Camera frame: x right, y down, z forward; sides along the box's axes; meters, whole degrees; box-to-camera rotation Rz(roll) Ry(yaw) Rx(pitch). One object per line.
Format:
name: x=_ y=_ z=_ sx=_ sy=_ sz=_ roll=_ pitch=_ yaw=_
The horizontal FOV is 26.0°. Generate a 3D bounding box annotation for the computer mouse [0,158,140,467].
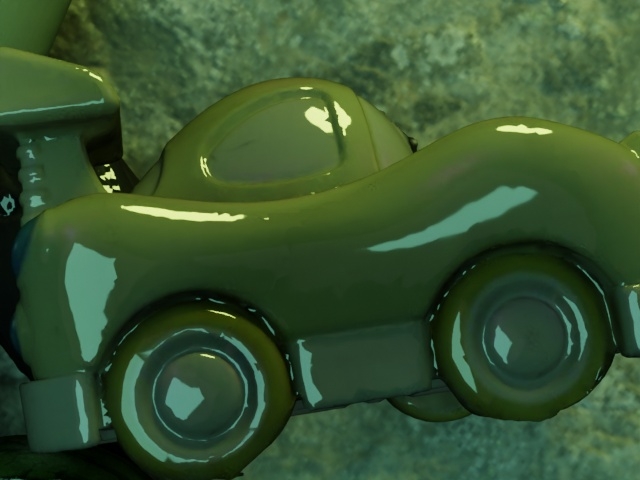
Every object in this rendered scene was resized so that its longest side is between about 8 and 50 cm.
computer mouse: x=-0.156 y=0.025 z=0.883 sx=0.147 sy=0.088 sz=0.264 roll=-39 pitch=82 yaw=5

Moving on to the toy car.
toy car: x=0.000 y=0.000 z=0.750 sx=0.336 sy=0.242 sz=0.226 roll=-10 pitch=84 yaw=-8

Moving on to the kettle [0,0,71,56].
kettle: x=-0.251 y=-0.153 z=0.851 sx=0.240 sy=0.165 sz=0.255 roll=13 pitch=82 yaw=48

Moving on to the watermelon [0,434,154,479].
watermelon: x=-0.178 y=0.201 z=0.856 sx=0.232 sy=0.127 sz=0.204 roll=-26 pitch=115 yaw=22
